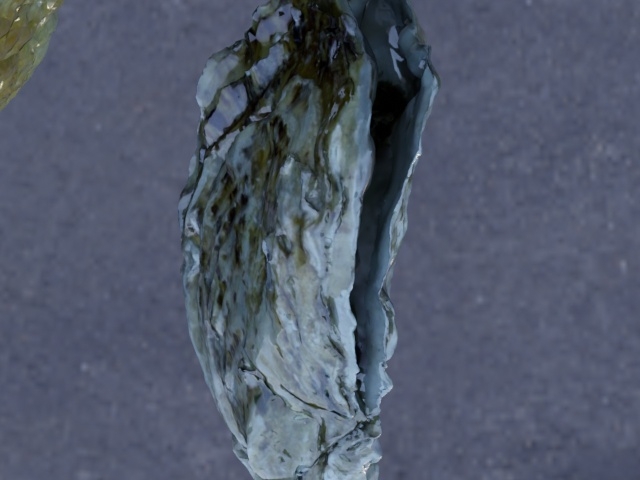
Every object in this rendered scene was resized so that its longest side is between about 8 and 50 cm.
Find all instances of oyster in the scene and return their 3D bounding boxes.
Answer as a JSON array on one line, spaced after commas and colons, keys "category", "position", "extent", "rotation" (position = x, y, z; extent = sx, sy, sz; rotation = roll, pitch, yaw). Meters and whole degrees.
[{"category": "oyster", "position": [0.000, 0.000, 0.917], "extent": [0.112, 0.198, 0.267], "rotation": [3, 121, -25]}]

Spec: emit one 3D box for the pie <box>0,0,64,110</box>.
[{"category": "pie", "position": [-0.260, -0.141, 1.002], "extent": [0.180, 0.395, 0.418], "rotation": [41, 147, -2]}]
